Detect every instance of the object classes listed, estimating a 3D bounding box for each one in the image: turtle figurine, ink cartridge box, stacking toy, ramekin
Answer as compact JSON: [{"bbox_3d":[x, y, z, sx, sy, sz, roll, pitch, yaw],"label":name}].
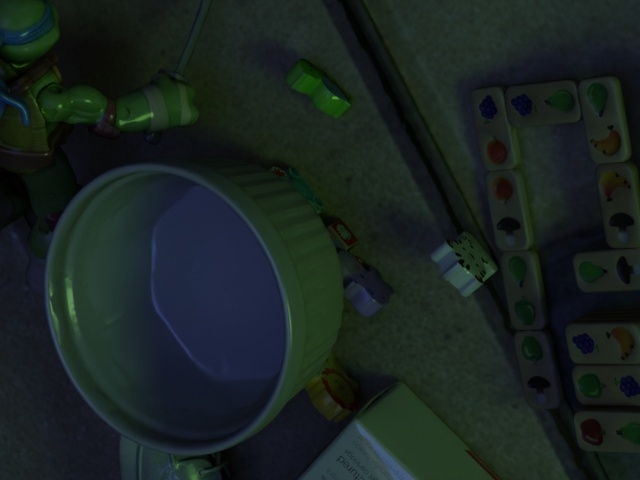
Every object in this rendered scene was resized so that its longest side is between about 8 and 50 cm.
[{"bbox_3d":[-0.188,-0.109,1.215,0.198,0.274,0.266,9,135,-8],"label":"turtle figurine"},{"bbox_3d":[0.032,0.238,1.208,0.158,0.092,0.218,44,118,9],"label":"ink cartridge box"},{"bbox_3d":[0.000,0.000,1.185,0.167,0.052,0.221,-43,83,27],"label":"stacking toy"},{"bbox_3d":[-0.081,0.037,1.149,0.207,0.109,0.207,8,107,28],"label":"ramekin"}]

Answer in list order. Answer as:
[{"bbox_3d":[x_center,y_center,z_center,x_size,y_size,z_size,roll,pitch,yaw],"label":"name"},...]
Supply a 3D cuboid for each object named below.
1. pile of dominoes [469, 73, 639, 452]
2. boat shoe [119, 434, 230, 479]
[{"bbox_3d":[0.191,0.015,1.080,0.196,0.040,0.251,-4,102,42],"label":"pile of dominoes"},{"bbox_3d":[-0.107,0.191,1.273,0.081,0.079,0.227,8,112,15],"label":"boat shoe"}]
